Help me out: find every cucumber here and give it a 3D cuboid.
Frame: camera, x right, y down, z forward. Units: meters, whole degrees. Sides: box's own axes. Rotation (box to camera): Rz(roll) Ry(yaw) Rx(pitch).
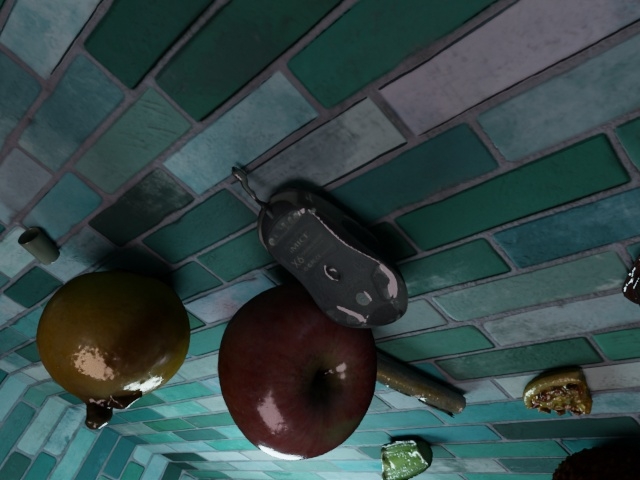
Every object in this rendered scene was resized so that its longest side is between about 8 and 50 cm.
[{"bbox_3d":[0.251,0.649,1.491,0.086,0.115,0.193,-7,155,-40],"label":"cucumber"}]

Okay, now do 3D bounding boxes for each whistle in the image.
[{"bbox_3d":[0.187,0.317,1.151,0.327,0.057,0.067,29,100,-9],"label":"whistle"}]

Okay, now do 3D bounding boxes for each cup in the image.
[{"bbox_3d":[-0.673,0.015,1.185,0.075,0.054,0.083,2,139,21],"label":"cup"}]

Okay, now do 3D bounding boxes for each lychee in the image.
[{"bbox_3d":[0.658,0.592,1.101,0.276,0.275,0.304,30,119,-10],"label":"lychee"}]

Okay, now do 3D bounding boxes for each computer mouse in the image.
[{"bbox_3d":[0.000,0.000,0.849,0.379,0.090,0.167,44,125,-6],"label":"computer mouse"}]

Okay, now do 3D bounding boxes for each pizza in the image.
[{"bbox_3d":[0.497,0.317,1.020,0.134,0.046,0.174,17,141,5],"label":"pizza"}]

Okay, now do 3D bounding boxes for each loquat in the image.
[{"bbox_3d":[-0.461,0.235,1.123,0.329,0.359,0.328,4,159,1],"label":"loquat"}]

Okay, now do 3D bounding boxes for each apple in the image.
[{"bbox_3d":[-0.051,0.249,0.995,0.345,0.344,0.269,43,162,-25],"label":"apple"}]

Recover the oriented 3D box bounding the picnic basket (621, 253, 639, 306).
[{"bbox_3d":[0.545,0.058,0.633,0.223,0.129,0.296,9,141,12],"label":"picnic basket"}]
